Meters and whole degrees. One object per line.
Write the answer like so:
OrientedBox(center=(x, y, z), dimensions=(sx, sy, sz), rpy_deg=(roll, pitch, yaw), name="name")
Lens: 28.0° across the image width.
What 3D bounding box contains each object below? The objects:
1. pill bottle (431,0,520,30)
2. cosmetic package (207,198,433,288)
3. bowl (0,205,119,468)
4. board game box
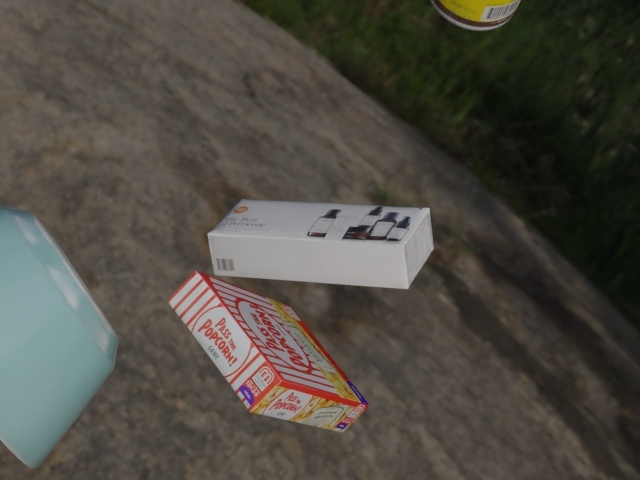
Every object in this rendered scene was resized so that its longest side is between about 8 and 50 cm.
OrientedBox(center=(0.205, -0.355, 1.506), dimensions=(0.117, 0.215, 0.117), rpy_deg=(6, 59, -9), name="pill bottle")
OrientedBox(center=(0.000, 0.000, 1.464), dimensions=(0.239, 0.061, 0.099), rpy_deg=(3, 26, 22), name="cosmetic package")
OrientedBox(center=(-0.341, 0.085, 1.447), dimensions=(0.312, 0.163, 0.311), rpy_deg=(55, -9, 13), name="bowl")
OrientedBox(center=(-0.048, 0.113, 1.254), dimensions=(0.147, 0.045, 0.193), rpy_deg=(49, 11, 27), name="board game box")
